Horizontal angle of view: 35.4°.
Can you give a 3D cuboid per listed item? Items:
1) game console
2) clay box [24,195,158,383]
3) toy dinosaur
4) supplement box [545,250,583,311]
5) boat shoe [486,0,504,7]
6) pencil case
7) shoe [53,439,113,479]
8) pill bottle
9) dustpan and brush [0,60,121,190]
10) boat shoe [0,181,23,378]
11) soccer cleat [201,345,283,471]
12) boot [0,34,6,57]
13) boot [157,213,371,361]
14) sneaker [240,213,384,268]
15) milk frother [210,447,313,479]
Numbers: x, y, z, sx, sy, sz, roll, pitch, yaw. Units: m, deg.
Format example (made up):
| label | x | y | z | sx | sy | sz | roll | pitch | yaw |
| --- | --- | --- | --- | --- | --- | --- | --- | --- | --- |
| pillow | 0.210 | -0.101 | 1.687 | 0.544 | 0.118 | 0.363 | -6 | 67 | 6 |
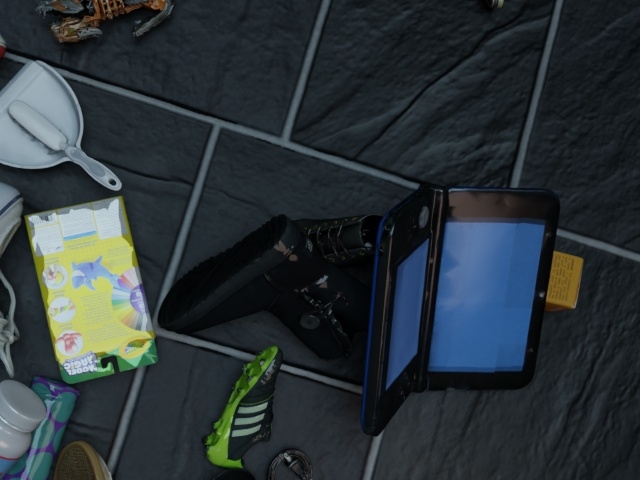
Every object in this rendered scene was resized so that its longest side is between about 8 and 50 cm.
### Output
| label | x | y | z | sx | sy | sz | roll | pitch | yaw |
| --- | --- | --- | --- | --- | --- | --- | --- | --- | --- |
| game console | 0.178 | 0.088 | 1.259 | 0.173 | 0.250 | 0.293 | 11 | 111 | 20 |
| clay box | -0.293 | 0.064 | 1.291 | 0.128 | 0.053 | 0.221 | -12 | 86 | -12 |
| toy dinosaur | -0.253 | -0.403 | 1.343 | 0.218 | 0.164 | 0.322 | 52 | 58 | -15 |
| supplement box | 0.237 | 0.038 | 1.380 | 0.234 | 0.078 | 0.080 | 11 | 80 | -8 |
| boat shoe | 0.223 | -0.402 | 1.457 | 0.049 | 0.056 | 0.152 | -17 | 76 | -7 |
| pencil case | -0.351 | 0.246 | 1.244 | 0.065 | 0.070 | 0.151 | 18 | 80 | 0 |
| shoe | -0.281 | 0.359 | 1.254 | 0.077 | 0.058 | 0.219 | -17 | 80 | 19 |
| pill bottle | -0.398 | 0.242 | 1.175 | 0.087 | 0.087 | 0.160 | 42 | 100 | -2 |
| dustpan and brush | -0.343 | -0.129 | 1.305 | 0.211 | 0.060 | 0.147 | 39 | 77 | -3 |
| boat shoe | -0.432 | 0.114 | 1.217 | 0.157 | 0.136 | 0.367 | 31 | 81 | -5 |
| soccer cleat | -0.086 | 0.216 | 1.291 | 0.072 | 0.060 | 0.178 | 26 | 102 | -18 |
| boot | -0.505 | -0.168 | 1.271 | 0.244 | 0.088 | 0.176 | -16 | 85 | -4 |
| boot | -0.060 | 0.096 | 1.298 | 0.246 | 0.094 | 0.207 | -33 | 121 | 24 |
| sneaker | 0.000 | 0.000 | 1.320 | 0.222 | 0.118 | 0.083 | -9 | 84 | -12 |
| milk frother | -0.053 | 0.334 | 1.253 | 0.129 | 0.135 | 0.143 | 42 | 79 | -36 |
